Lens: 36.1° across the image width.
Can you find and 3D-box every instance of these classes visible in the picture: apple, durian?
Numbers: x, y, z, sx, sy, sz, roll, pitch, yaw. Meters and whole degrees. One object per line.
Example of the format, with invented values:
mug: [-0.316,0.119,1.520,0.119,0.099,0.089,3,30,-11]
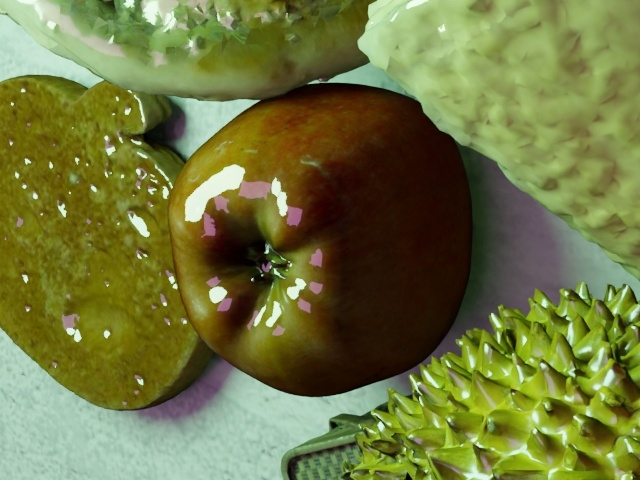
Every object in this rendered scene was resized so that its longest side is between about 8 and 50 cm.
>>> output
apple: [0.000,0.002,0.695,0.234,0.234,0.234,7,102,34]
durian: [0.118,0.151,0.462,0.293,0.258,0.258,-144,54,-71]

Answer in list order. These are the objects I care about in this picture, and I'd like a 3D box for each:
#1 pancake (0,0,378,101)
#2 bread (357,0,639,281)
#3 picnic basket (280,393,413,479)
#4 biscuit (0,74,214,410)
pancake: [-0.064,-0.273,0.644,0.386,0.082,0.387,1,85,-6]
bread: [0.228,-0.076,0.453,0.375,0.165,0.236,34,132,-25]
picnic basket: [0.117,0.180,0.695,0.266,0.139,0.165,-22,86,35]
biscuit: [-0.223,-0.018,0.945,0.367,0.063,0.314,37,114,25]
